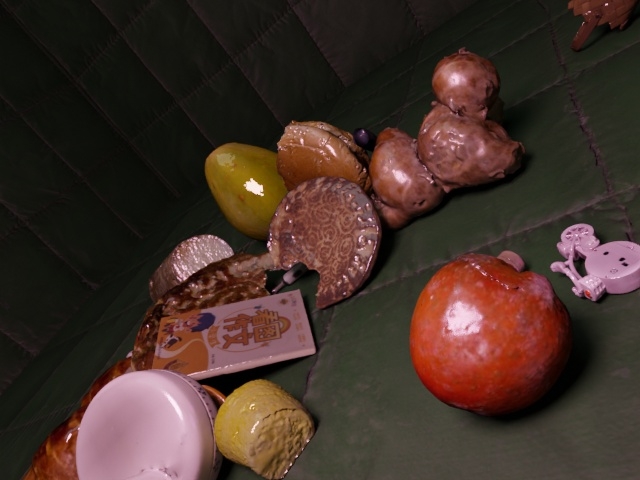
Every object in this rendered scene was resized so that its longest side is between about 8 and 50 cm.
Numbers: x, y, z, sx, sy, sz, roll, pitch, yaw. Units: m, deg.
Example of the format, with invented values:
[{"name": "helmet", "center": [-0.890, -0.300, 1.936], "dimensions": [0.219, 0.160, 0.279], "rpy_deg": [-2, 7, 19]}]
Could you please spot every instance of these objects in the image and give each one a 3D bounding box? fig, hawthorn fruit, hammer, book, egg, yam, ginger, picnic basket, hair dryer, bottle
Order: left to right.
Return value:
[{"name": "ginger", "center": [-0.463, 0.390, 1.056], "dimensions": [0.274, 0.152, 0.357], "rpy_deg": [-21, 26, 40]}, {"name": "yam", "center": [-0.361, 0.100, 1.399], "dimensions": [0.304, 0.168, 0.168], "rpy_deg": [-35, 16, 52]}, {"name": "book", "center": [-0.168, 0.181, 0.973], "dimensions": [0.296, 0.020, 0.208], "rpy_deg": [-12, 27, -6]}, {"name": "fig", "center": [-0.184, -0.146, 1.456], "dimensions": [0.258, 0.326, 0.258], "rpy_deg": [-53, 7, 9]}, {"name": "hair dryer", "center": [-0.045, 0.069, 1.182], "dimensions": [0.198, 0.057, 0.100], "rpy_deg": [-42, 19, 17]}, {"name": "hammer", "center": [0.146, -0.207, 1.175], "dimensions": [0.037, 0.137, 0.290], "rpy_deg": [-29, -13, 23]}, {"name": "ginger", "center": [0.224, -0.169, 1.004], "dimensions": [0.375, 0.256, 0.176], "rpy_deg": [-44, -19, 32]}, {"name": "egg", "center": [0.344, -0.274, 1.130], "dimensions": [0.140, 0.116, 0.118], "rpy_deg": [-51, 45, 0]}, {"name": "hawthorn fruit", "center": [0.182, 0.106, 0.556], "dimensions": [0.173, 0.173, 0.173], "rpy_deg": [-33, 21, 15]}, {"name": "bottle", "center": [0.245, 0.059, 0.710], "dimensions": [0.096, 0.045, 0.045], "rpy_deg": [-42, 21, -15]}, {"name": "picnic basket", "center": [0.632, -0.519, 1.154], "dimensions": [0.128, 0.138, 0.178], "rpy_deg": [-49, -17, -43]}]

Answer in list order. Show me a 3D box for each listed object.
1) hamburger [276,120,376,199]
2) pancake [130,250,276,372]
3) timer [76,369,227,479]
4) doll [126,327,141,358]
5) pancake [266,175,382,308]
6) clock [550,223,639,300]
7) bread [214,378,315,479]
[{"name": "hamburger", "center": [0.038, -0.142, 1.176], "dimensions": [0.211, 0.309, 0.132], "rpy_deg": [14, 62, 29]}, {"name": "pancake", "center": [-0.237, 0.156, 1.124], "dimensions": [0.305, 0.066, 0.426], "rpy_deg": [-6, 30, 6]}, {"name": "timer", "center": [-0.269, 0.315, 0.761], "dimensions": [0.233, 0.233, 0.240], "rpy_deg": [-34, -20, 12]}, {"name": "doll", "center": [-0.475, 0.271, 1.423], "dimensions": [0.217, 0.085, 0.183], "rpy_deg": [-29, 20, 49]}, {"name": "pancake", "center": [0.000, 0.000, 1.047], "dimensions": [0.288, 0.033, 0.286], "rpy_deg": [-14, 70, 35]}, {"name": "clock", "center": [0.338, 0.024, 0.630], "dimensions": [0.087, 0.041, 0.129], "rpy_deg": [-33, 26, 6]}, {"name": "bread", "center": [-0.085, 0.273, 0.744], "dimensions": [0.114, 0.111, 0.129], "rpy_deg": [6, 52, 51]}]
